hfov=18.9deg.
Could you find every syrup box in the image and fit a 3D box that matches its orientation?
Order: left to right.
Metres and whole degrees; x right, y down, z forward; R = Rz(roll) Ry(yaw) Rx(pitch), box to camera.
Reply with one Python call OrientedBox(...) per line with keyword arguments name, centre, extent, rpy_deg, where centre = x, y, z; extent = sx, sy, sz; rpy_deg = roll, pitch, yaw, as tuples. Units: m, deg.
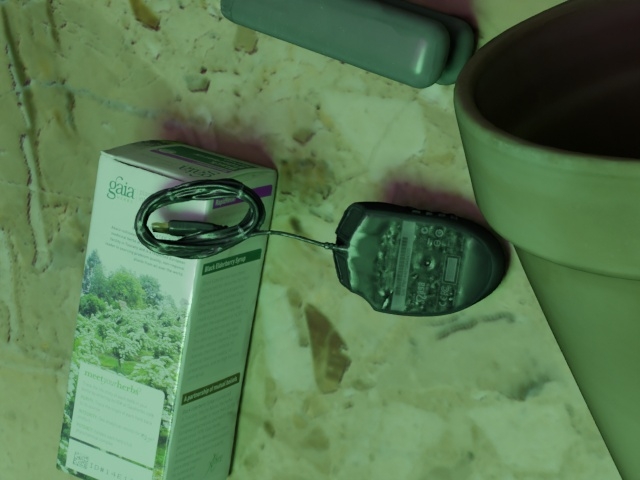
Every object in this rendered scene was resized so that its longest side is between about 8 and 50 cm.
OrientedBox(name="syrup box", centre=(-0.107, 0.055, 1.339), extent=(0.093, 0.096, 0.237), rpy_deg=(17, 105, 26))

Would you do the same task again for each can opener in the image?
OrientedBox(name="can opener", centre=(-0.028, -0.176, 1.262), extent=(0.280, 0.074, 0.093), rpy_deg=(27, 111, 24))

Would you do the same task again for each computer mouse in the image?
OrientedBox(name="computer mouse", centre=(0.000, 0.000, 1.250), extent=(0.242, 0.041, 0.071), rpy_deg=(11, 106, 1))

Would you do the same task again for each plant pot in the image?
OrientedBox(name="plant pot", centre=(0.253, 0.023, 1.019), extent=(0.323, 0.323, 0.280), rpy_deg=(1, 116, 31))
